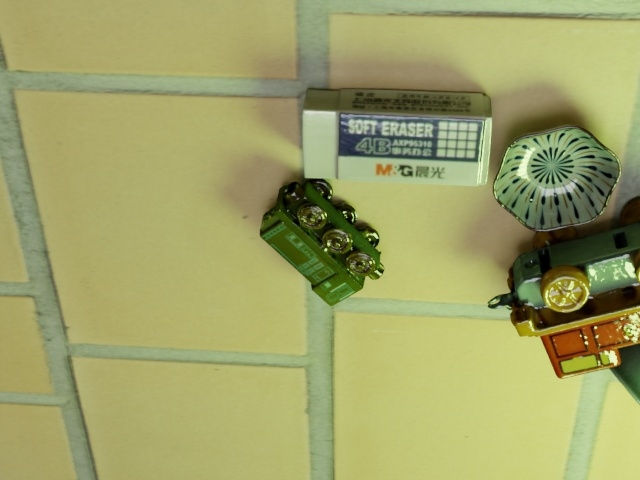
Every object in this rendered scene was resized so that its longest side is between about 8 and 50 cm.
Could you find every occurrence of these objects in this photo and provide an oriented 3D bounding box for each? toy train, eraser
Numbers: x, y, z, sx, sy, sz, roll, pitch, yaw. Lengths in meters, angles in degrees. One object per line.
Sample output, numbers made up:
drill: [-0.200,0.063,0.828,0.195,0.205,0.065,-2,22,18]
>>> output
toy train: [0.000,0.000,1.635,0.137,0.090,0.225,-32,117,30]
toy train: [0.453,0.084,1.593,0.369,0.163,0.232,-16,121,17]
eraser: [0.113,-0.154,1.509,0.278,0.081,0.124,2,127,5]

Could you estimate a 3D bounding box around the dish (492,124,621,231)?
dish: [0.355,-0.106,1.526,0.190,0.066,0.191,3,125,4]

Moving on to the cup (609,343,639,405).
cup: [0.579,0.206,1.683,0.150,0.199,0.199,-42,114,11]
